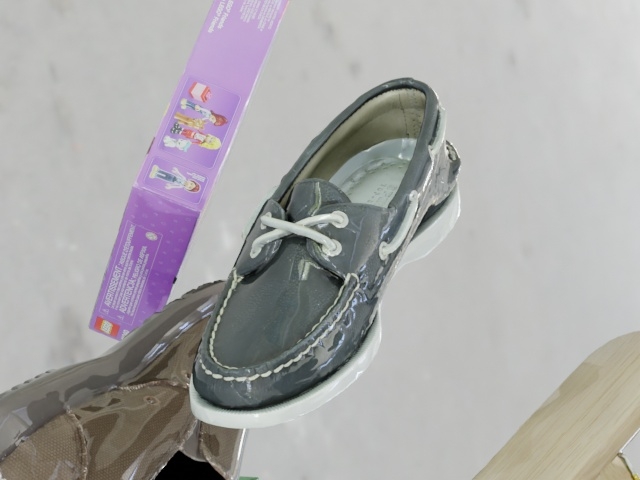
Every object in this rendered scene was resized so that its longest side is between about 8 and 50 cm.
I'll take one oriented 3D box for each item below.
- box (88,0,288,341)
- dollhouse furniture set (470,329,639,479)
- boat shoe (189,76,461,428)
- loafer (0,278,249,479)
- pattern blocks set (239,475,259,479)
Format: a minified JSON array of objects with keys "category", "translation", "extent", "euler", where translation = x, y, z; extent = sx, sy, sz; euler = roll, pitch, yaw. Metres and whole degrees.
[{"category":"box","translation":[-0.094,-0.084,1.536],"extent":[0.201,0.057,0.293],"euler":[116,-5,-52]},{"category":"dollhouse furniture set","translation":[0.347,0.201,1.005],"extent":[0.256,0.394,0.362],"euler":[-43,112,-25]},{"category":"boat shoe","translation":[0.000,0.000,1.196],"extent":[0.302,0.114,0.091],"euler":[-57,146,-52]},{"category":"loafer","translation":[-0.110,0.136,1.253],"extent":[0.130,0.134,0.366],"euler":[47,32,9]},{"category":"pattern blocks set","translation":[-0.014,0.239,1.322],"extent":[0.285,0.325,0.026],"euler":[-3,110,-33]}]
